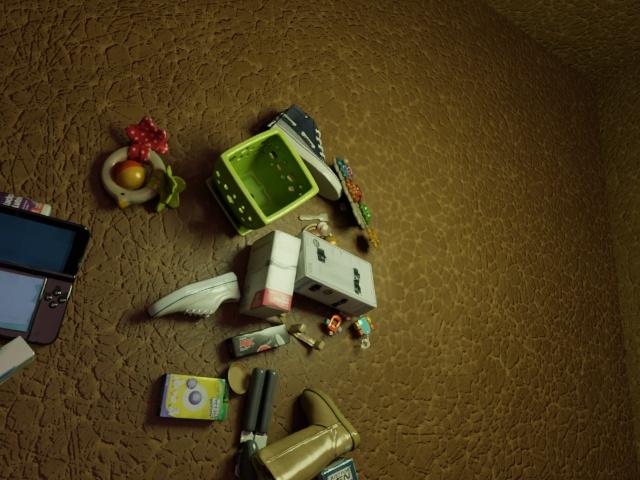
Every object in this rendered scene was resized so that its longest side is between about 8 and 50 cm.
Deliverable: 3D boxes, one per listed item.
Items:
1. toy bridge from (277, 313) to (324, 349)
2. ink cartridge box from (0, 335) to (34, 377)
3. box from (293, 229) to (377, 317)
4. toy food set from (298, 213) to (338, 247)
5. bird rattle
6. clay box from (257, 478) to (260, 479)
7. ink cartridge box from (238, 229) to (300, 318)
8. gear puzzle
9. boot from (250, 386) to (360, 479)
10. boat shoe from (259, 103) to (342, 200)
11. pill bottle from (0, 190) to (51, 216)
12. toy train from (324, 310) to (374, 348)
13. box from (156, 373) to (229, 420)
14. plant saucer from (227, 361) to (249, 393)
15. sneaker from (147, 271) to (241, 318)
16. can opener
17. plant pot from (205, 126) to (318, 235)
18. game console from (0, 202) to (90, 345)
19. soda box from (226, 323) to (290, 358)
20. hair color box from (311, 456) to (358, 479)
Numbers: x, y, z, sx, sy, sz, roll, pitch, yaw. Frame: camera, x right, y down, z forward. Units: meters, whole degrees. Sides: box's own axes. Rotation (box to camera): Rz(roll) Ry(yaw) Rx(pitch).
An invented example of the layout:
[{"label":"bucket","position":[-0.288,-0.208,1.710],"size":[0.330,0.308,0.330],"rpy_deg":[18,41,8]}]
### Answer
[{"label":"toy bridge","position":[-0.070,0.258,1.431],"size":[0.188,0.063,0.026],"rpy_deg":[45,56,-24]},{"label":"ink cartridge box","position":[-0.658,0.255,1.027],"size":[0.088,0.122,0.052],"rpy_deg":[-40,93,-36]},{"label":"box","position":[0.034,0.106,1.476],"size":[0.289,0.087,0.169],"rpy_deg":[25,43,-34]},{"label":"toy food set","position":[0.000,0.000,1.581],"size":[0.132,0.038,0.192],"rpy_deg":[-4,76,-33]},{"label":"bird rattle","position":[-0.478,-0.193,1.297],"size":[0.206,0.143,0.254],"rpy_deg":[-27,86,-19]},{"label":"clay box","position":[-0.178,0.702,1.185],"size":[0.222,0.053,0.128],"rpy_deg":[-47,137,-35]},{"label":"ink cartridge box","position":[-0.144,0.099,1.382],"size":[0.092,0.158,0.218],"rpy_deg":[19,65,-29]},{"label":"gear puzzle","position":[0.134,-0.125,1.648],"size":[0.339,0.044,0.175],"rpy_deg":[68,14,4]},{"label":"boot","position":[-0.061,0.505,1.261],"size":[0.269,0.236,0.089],"rpy_deg":[-13,121,-39]},{"label":"boat shoe","position":[-0.027,-0.298,1.609],"size":[0.340,0.127,0.158],"rpy_deg":[44,62,-13]},{"label":"pill bottle","position":[-0.725,-0.057,1.098],"size":[0.193,0.108,0.108],"rpy_deg":[17,65,-27]},{"label":"toy train","position":[0.088,0.270,1.544],"size":[0.166,0.046,0.125],"rpy_deg":[33,60,-16]},{"label":"box","position":[-0.316,0.401,1.243],"size":[0.179,0.043,0.105],"rpy_deg":[15,66,-30]},{"label":"plant saucer","position":[-0.223,0.371,1.313],"size":[0.083,0.015,0.084],"rpy_deg":[38,40,-42]},{"label":"sneaker","position":[-0.320,0.161,1.289],"size":[0.258,0.094,0.091],"rpy_deg":[-20,80,-36]},{"label":"can opener","position":[-0.159,0.481,1.280],"size":[0.075,0.095,0.284],"rpy_deg":[18,72,-27]},{"label":"plant pot","position":[-0.182,-0.156,1.416],"size":[0.227,0.207,0.228],"rpy_deg":[-36,94,-36]},{"label":"game console","position":[-0.683,0.070,1.042],"size":[0.293,0.173,0.250],"rpy_deg":[17,65,-26]},{"label":"soda box","position":[-0.173,0.281,1.367],"size":[0.168,0.053,0.060],"rpy_deg":[-9,79,-34]},{"label":"hair color box","position":[0.047,0.754,1.272],"size":[0.105,0.174,0.348],"rpy_deg":[-9,79,-33]}]
